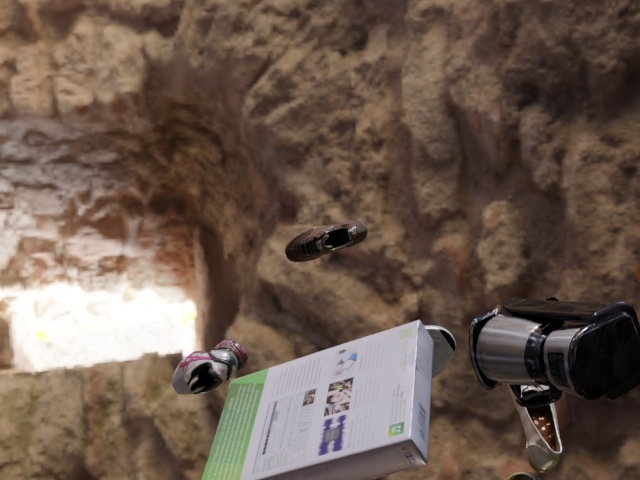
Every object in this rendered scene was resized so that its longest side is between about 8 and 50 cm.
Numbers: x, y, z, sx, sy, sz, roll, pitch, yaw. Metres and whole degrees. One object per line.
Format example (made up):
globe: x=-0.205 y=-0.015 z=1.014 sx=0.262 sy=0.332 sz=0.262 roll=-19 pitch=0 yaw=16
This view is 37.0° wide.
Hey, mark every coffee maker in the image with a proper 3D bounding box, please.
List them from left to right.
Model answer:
coffee maker: x=0.295 y=0.117 z=1.150 sx=0.178 sy=0.171 sz=0.120 roll=-1 pitch=-51 yaw=56

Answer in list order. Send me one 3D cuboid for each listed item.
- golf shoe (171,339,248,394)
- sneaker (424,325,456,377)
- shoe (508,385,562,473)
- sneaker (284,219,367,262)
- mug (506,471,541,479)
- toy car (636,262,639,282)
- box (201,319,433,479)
golf shoe: x=-0.204 y=0.223 z=1.595 sx=0.186 sy=0.086 sz=0.067 roll=-33 pitch=-86 yaw=45
sneaker: x=0.162 y=0.269 z=2.178 sx=0.130 sy=0.323 sz=0.236 roll=56 pitch=13 yaw=-3
shoe: x=0.379 y=0.293 z=1.659 sx=0.058 sy=0.076 sz=0.219 roll=102 pitch=-14 yaw=-49
sneaker: x=0.000 y=0.000 z=1.936 sx=0.071 sy=0.188 sz=0.066 roll=-17 pitch=87 yaw=-66
mug: x=0.346 y=0.422 z=1.643 sx=0.064 sy=0.078 sz=0.062 roll=6 pitch=103 yaw=-66
toy car: x=0.561 y=0.061 z=1.310 sx=0.210 sy=0.238 sz=0.219 roll=-69 pitch=166 yaw=10
box: x=-0.002 y=0.244 z=1.314 sx=0.058 sy=0.322 sz=0.232 roll=59 pitch=24 yaw=-27
